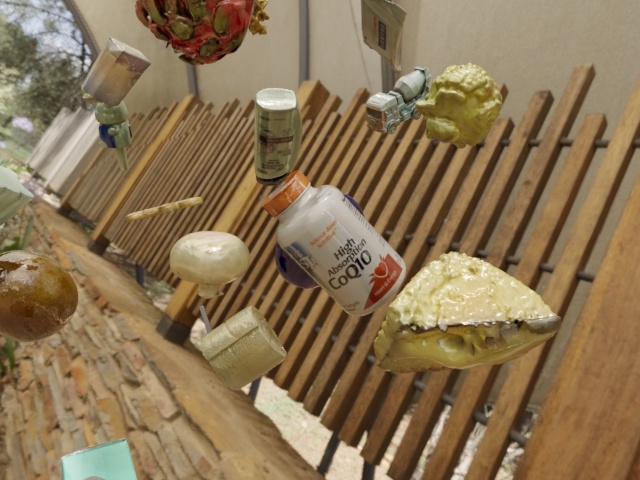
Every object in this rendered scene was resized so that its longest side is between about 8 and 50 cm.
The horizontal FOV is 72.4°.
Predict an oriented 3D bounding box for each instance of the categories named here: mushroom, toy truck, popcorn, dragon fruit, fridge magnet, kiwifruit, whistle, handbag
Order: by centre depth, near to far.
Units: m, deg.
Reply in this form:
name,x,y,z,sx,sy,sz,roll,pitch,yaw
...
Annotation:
name,x,y,z,sx,sy,sz,roll,pitch,yaw
dragon fruit,-0.256,-0.509,0.870,0.231,0.237,0.303,36,-29,22
kiwifruit,-0.667,0.123,0.985,0.195,0.196,0.234,27,-24,13
fridge magnet,0.000,0.000,1.098,0.112,0.265,0.265,38,-2,43
handbag,-0.530,-0.420,1.112,0.095,0.173,0.117,46,15,9
whistle,-0.598,-0.320,1.270,0.091,0.245,0.110,-8,34,-17
popcorn,0.411,-0.390,1.278,0.256,0.254,0.195,63,4,-53
mushroom,-0.339,0.075,1.353,0.245,0.203,0.246,2,4,0
toy truck,0.265,-0.467,1.450,0.108,0.256,0.140,37,-28,43

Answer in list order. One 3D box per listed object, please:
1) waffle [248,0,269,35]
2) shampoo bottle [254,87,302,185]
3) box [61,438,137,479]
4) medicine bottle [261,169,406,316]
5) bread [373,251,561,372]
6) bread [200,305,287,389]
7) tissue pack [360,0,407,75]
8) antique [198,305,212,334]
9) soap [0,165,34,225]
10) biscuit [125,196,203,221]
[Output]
name,x,y,z,sx,sy,sz,roll,pitch,yaw
waffle,-0.296,-0.759,1.374,0.069,0.292,0.260,24,-47,39
shampoo bottle,-0.124,-0.281,1.263,0.134,0.078,0.359,-3,-25,-10
box,-0.362,0.527,0.729,0.118,0.205,0.311,2,19,-33
medicine bottle,0.021,0.001,0.848,0.289,0.157,0.157,45,-14,-14
bread,0.220,0.134,0.726,0.261,0.163,0.204,2,-41,-4
bread,-0.171,0.241,0.991,0.148,0.141,0.134,56,2,-15
tissue pack,0.127,-0.433,0.901,0.123,0.026,0.193,48,-1,14
antique,-0.290,0.267,1.179,0.031,0.015,0.192,102,-34,-65
soap,-0.720,-0.040,0.832,0.087,0.265,0.160,47,-2,9
biscuit,-0.498,-0.104,1.420,0.153,0.234,0.030,-101,176,-81
